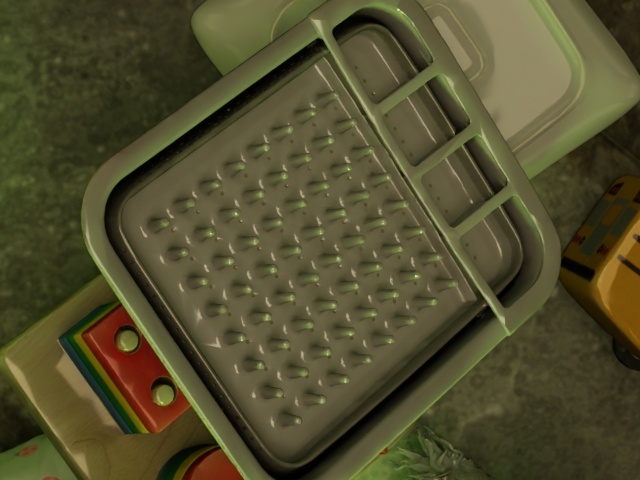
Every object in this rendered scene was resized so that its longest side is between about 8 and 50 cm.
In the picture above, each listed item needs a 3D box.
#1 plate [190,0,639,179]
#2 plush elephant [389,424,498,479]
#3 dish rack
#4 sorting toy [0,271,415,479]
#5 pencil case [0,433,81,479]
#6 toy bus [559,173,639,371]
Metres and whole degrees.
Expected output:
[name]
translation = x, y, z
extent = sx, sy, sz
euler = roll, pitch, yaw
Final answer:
[plate]
translation = 0.083, -0.145, 1.246
extent = 0.278, 0.045, 0.277
euler = -36, 101, -1
[plush elephant]
translation = 0.119, 0.330, 1.204
extent = 0.330, 0.272, 0.255
euler = 35, 82, 27
[dish rack]
translation = 0.000, 0.000, 1.145
extent = 0.333, 0.072, 0.285
euler = -39, 103, -29
[sorting toy]
translation = -0.063, 0.112, 1.186
extent = 0.257, 0.089, 0.255
euler = -39, 102, -28
[pencil case]
translation = -0.286, 0.248, 1.218
extent = 0.273, 0.113, 0.124
euler = -22, 116, -4
[toy bus]
translation = 0.351, 0.093, 1.283
extent = 0.332, 0.108, 0.130
euler = 35, 91, -10
